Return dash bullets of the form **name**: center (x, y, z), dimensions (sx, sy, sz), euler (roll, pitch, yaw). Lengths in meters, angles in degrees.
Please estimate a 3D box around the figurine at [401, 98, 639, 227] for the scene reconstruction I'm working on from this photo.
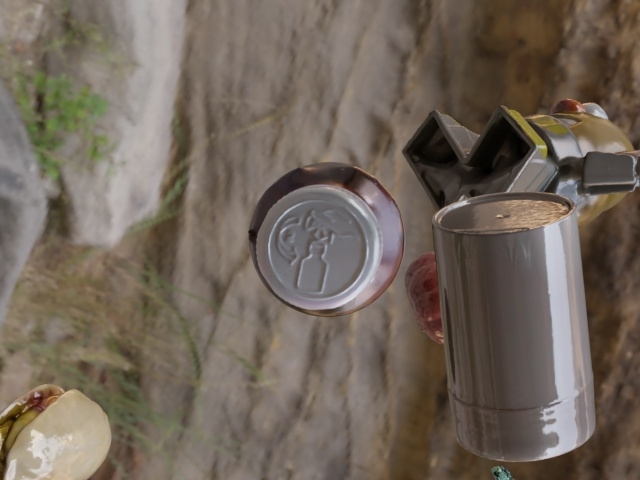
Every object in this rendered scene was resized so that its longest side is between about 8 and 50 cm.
- **figurine**: center (0.276, -0.091, 1.528), dimensions (0.285, 0.342, 0.167), euler (1, 112, -36)

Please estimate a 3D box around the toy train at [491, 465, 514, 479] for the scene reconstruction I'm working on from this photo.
- **toy train**: center (0.313, 0.416, 2.066), dimensions (0.029, 0.092, 0.045), euler (-30, -167, -9)

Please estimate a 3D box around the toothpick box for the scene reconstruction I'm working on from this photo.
- **toothpick box**: center (0.145, 0.064, 0.927), dimensions (0.111, 0.111, 0.180), euler (-46, 130, -63)

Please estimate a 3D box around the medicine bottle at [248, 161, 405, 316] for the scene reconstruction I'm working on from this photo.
- **medicine bottle**: center (0.000, 0.000, 1.813), dimensions (0.395, 0.243, 0.242), euler (-19, 129, -81)

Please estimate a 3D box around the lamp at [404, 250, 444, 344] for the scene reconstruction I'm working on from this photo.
- **lamp**: center (0.232, 0.100, 2.239), dimensions (0.182, 0.140, 0.182), euler (58, 17, -28)

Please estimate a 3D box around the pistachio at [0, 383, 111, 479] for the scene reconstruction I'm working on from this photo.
- **pistachio**: center (-0.313, 0.242, 1.408), dimensions (0.200, 0.117, 0.145), euler (-31, 132, -74)
